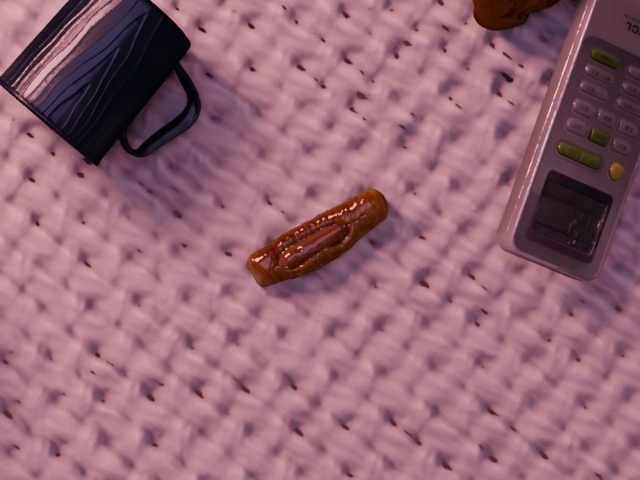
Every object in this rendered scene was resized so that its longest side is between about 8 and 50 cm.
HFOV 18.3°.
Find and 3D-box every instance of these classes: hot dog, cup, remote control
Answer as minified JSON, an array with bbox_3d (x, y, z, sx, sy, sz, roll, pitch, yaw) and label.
[{"bbox_3d":[0.000,0.000,1.755,0.137,0.028,0.044,-27,91,0],"label":"hot dog"},{"bbox_3d":[-0.187,-0.147,1.750,0.138,0.150,0.113,-50,50,-3],"label":"cup"},{"bbox_3d":[0.235,-0.095,1.723,0.103,0.034,0.250,22,87,-27],"label":"remote control"}]

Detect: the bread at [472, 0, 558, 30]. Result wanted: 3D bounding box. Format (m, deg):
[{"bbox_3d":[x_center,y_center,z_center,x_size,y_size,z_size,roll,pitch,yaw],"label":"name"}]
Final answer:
[{"bbox_3d":[0.189,-0.254,1.719,0.156,0.125,0.086,-28,66,5],"label":"bread"}]
